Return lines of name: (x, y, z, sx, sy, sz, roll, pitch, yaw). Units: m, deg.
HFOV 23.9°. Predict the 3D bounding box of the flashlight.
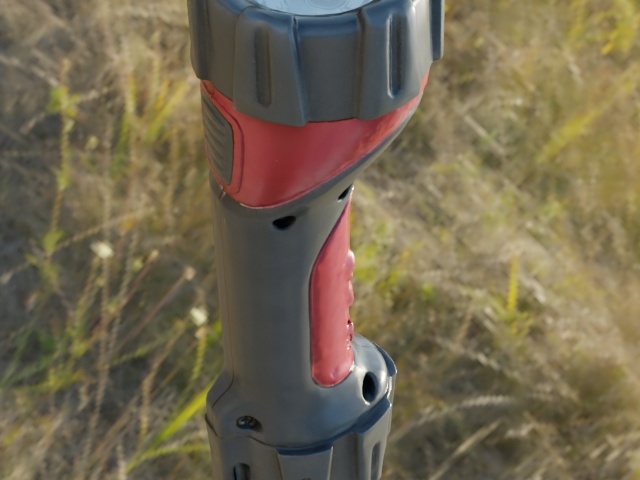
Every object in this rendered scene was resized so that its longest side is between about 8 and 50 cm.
flashlight: (0.000, 0.000, 0.677, 0.103, 0.304, 0.103, 12, 46, 15)
